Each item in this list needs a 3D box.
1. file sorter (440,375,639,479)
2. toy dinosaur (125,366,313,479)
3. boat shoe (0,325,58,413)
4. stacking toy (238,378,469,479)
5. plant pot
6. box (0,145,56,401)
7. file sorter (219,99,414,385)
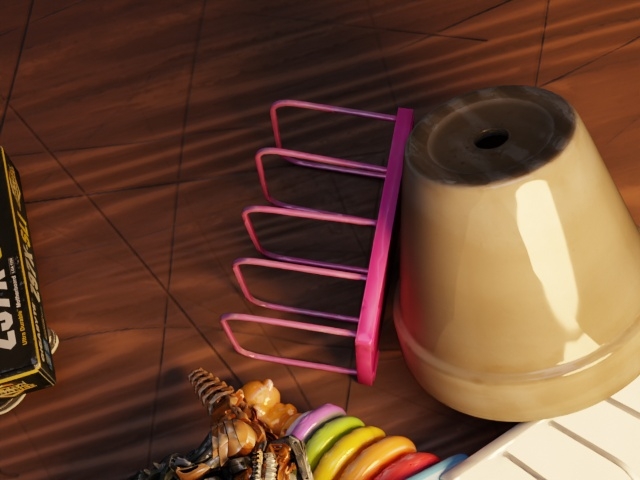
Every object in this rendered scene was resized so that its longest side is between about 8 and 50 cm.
[{"bbox_3d":[0.312,0.288,1.329,0.277,0.173,0.193,-31,115,-15],"label":"file sorter"},{"bbox_3d":[-0.102,0.277,1.391,0.218,0.322,0.164,-40,110,14],"label":"toy dinosaur"},{"bbox_3d":[-0.375,0.160,1.525,0.046,0.038,0.125,36,75,13],"label":"boat shoe"},{"bbox_3d":[0.013,0.259,1.434,0.302,0.165,0.175,34,118,30],"label":"stacking toy"},{"bbox_3d":[0.216,-0.010,1.374,0.323,0.280,0.323,-12,37,9],"label":"plant pot"},{"bbox_3d":[-0.484,0.062,1.521,0.257,0.079,0.322,-15,64,-2],"label":"box"},{"bbox_3d":[0.000,0.000,1.486,0.182,0.202,0.291,9,71,6],"label":"file sorter"}]
